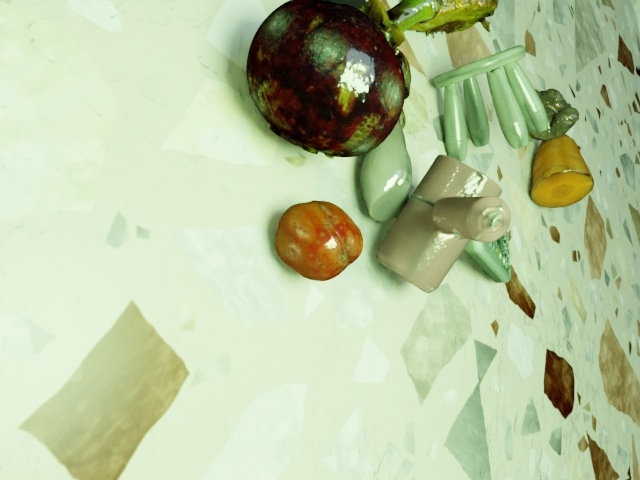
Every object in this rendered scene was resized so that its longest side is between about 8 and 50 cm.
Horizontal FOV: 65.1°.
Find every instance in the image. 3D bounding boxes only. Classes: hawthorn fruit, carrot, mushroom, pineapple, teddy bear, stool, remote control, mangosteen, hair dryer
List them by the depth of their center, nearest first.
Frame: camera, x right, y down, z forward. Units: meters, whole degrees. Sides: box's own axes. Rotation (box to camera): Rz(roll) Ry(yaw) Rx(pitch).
[{"bbox_3d":[0.036,-0.255,0.704,0.231,0.231,0.289,39,92,-32],"label":"mangosteen"},{"bbox_3d":[0.000,0.000,0.714,0.128,0.128,0.128,12,72,-43],"label":"hawthorn fruit"},{"bbox_3d":[0.189,-0.019,0.740,0.125,0.352,0.210,33,95,1],"label":"hair dryer"},{"bbox_3d":[0.114,-0.148,0.888,0.116,0.093,0.225,37,44,-60],"label":"mushroom"},{"bbox_3d":[0.339,0.000,1.038,0.335,0.065,0.128,29,58,-57],"label":"remote control"},{"bbox_3d":[0.369,-0.297,1.094,0.195,0.195,0.199,-31,104,-44],"label":"stool"},{"bbox_3d":[0.311,-0.563,1.125,0.334,0.161,0.158,-14,89,-43],"label":"pineapple"},{"bbox_3d":[0.672,-0.223,1.420,0.159,0.159,0.225,35,50,-35],"label":"carrot"},{"bbox_3d":[0.643,-0.367,1.434,0.190,0.177,0.140,-49,160,-39],"label":"teddy bear"}]

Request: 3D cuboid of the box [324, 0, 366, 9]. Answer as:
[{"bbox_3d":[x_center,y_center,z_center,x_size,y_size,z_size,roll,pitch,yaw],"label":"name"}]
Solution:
[{"bbox_3d":[0.058,-0.407,0.931,0.125,0.027,0.126,-31,101,-47],"label":"box"}]
